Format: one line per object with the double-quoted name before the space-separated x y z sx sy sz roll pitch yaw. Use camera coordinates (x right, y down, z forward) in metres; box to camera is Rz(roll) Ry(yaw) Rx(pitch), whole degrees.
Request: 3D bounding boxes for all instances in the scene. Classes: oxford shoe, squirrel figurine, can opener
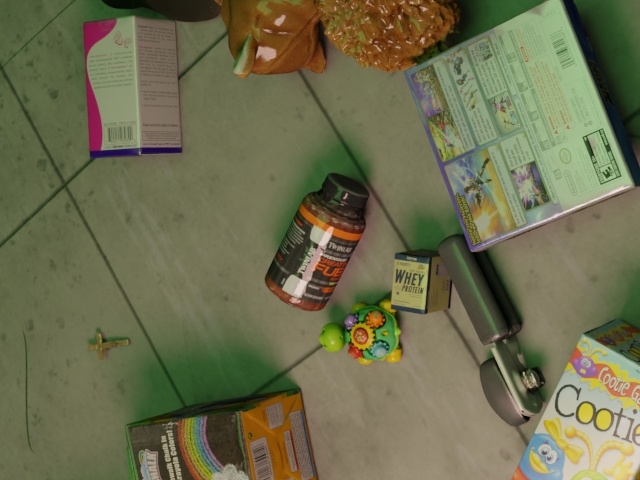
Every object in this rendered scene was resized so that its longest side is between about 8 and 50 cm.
"oxford shoe" -0.250 -0.407 2.086 0.212 0.076 0.076 15 135 15
"squirrel figurine" 0.005 -0.377 1.821 0.397 0.281 0.371 36 117 27
"can opener" 0.234 0.125 1.822 0.093 0.074 0.280 -27 79 31

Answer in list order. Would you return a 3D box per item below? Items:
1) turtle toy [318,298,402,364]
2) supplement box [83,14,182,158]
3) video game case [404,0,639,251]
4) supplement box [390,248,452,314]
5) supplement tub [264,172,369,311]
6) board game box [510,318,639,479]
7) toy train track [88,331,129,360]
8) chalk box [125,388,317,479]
"turtle toy" 0.061 0.141 1.933 0.130 0.066 0.095 -8 89 31
"supplement box" -0.304 -0.246 2.102 0.111 0.114 0.220 0 94 32
"video game case" 0.267 -0.152 1.727 0.244 0.061 0.270 -23 83 29
"supplement box" 0.147 0.058 1.864 0.056 0.083 0.083 8 97 31
"supplement tub" 0.000 0.000 1.938 0.106 0.106 0.198 35 111 25
"board game box" 0.369 0.263 1.701 0.142 0.144 0.275 30 109 25
"toy train track" -0.360 0.179 2.223 0.083 0.014 0.048 -10 81 26
"chalk box" -0.176 0.348 2.029 0.288 0.179 0.180 -11 88 32
